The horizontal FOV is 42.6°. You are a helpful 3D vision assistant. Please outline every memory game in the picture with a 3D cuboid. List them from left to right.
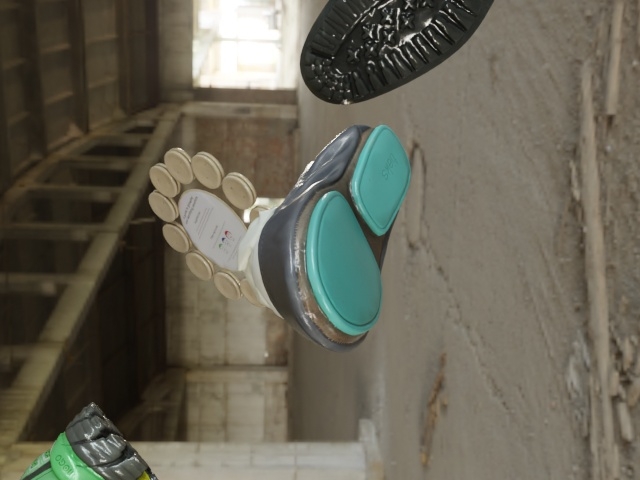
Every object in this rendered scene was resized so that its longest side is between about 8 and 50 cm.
[{"bbox_3d":[-0.100,-0.010,0.809,0.012,0.186,0.186,-44,-26,-36],"label":"memory game"}]

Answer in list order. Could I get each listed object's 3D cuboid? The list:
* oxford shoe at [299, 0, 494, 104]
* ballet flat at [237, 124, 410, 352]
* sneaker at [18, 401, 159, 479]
[{"bbox_3d":[0.078,-0.179,0.560,0.083,0.227,0.096,47,-172,-14],"label":"oxford shoe"},{"bbox_3d":[0.000,0.000,0.413,0.203,0.074,0.074,-64,-19,-61],"label":"ballet flat"},{"bbox_3d":[-0.212,0.275,0.765,0.134,0.146,0.343,41,157,28],"label":"sneaker"}]
